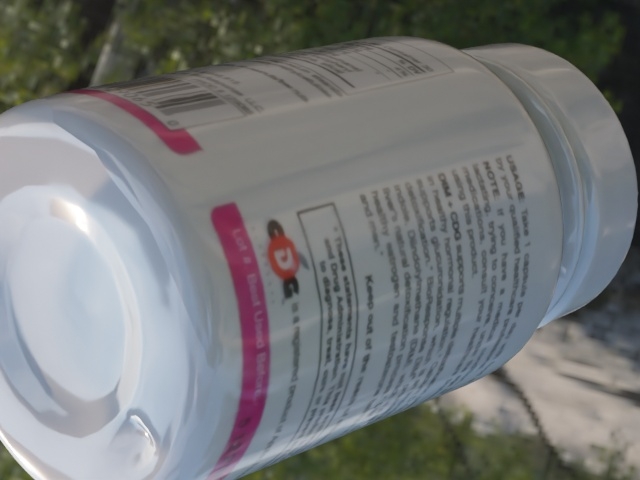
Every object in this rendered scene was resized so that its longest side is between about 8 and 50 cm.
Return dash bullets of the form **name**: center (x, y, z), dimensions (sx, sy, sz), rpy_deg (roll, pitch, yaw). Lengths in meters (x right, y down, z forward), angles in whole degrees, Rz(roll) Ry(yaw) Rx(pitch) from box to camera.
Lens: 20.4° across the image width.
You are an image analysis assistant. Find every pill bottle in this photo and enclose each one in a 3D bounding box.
- **pill bottle**: center (0.000, 0.000, 0.750), dimensions (0.160, 0.160, 0.283), rpy_deg (-2, -170, 45)
